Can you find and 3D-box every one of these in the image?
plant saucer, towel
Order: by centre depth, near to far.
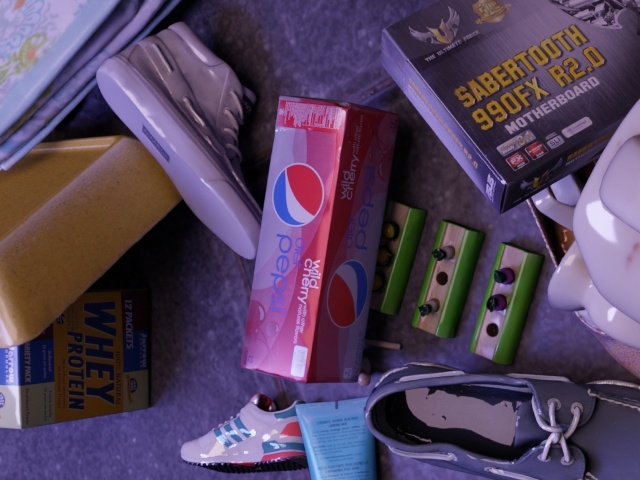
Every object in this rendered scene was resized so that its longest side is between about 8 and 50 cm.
[{"bbox_3d":[-0.340,-0.016,1.568,0.333,0.333,0.081,-1,122,35],"label":"plant saucer"},{"bbox_3d":[-0.327,-0.289,1.629,0.374,0.090,0.320,-45,60,-1],"label":"towel"}]

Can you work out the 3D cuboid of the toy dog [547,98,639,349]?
[{"bbox_3d":[0.395,0.020,1.013,0.408,0.395,0.284,31,93,14],"label":"toy dog"}]

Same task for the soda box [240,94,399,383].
[{"bbox_3d":[0.000,0.000,1.408,0.083,0.092,0.263,11,93,36],"label":"soda box"}]

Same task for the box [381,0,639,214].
[{"bbox_3d":[0.196,-0.153,1.268,0.231,0.056,0.183,-29,66,-14],"label":"box"}]

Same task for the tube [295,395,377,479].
[{"bbox_3d":[0.027,0.260,1.463,0.080,0.052,0.207,-7,81,2],"label":"tube"}]

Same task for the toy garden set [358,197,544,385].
[{"bbox_3d":[0.073,0.071,1.435,0.244,0.049,0.204,22,101,34],"label":"toy garden set"}]

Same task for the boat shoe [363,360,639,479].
[{"bbox_3d":[0.188,0.172,1.292,0.319,0.099,0.116,9,93,21],"label":"boat shoe"}]

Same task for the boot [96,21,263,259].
[{"bbox_3d":[-0.108,-0.112,1.536,0.258,0.123,0.095,52,159,5],"label":"boot"}]

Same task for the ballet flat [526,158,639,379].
[{"bbox_3d":[0.228,-0.009,1.293,0.107,0.106,0.316,-37,68,30],"label":"ballet flat"}]

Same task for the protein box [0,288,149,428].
[{"bbox_3d":[-0.326,0.123,1.625,0.201,0.200,0.136,-1,90,35],"label":"protein box"}]

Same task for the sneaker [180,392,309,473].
[{"bbox_3d":[-0.074,0.199,1.541,0.161,0.057,0.075,-9,68,36],"label":"sneaker"}]
